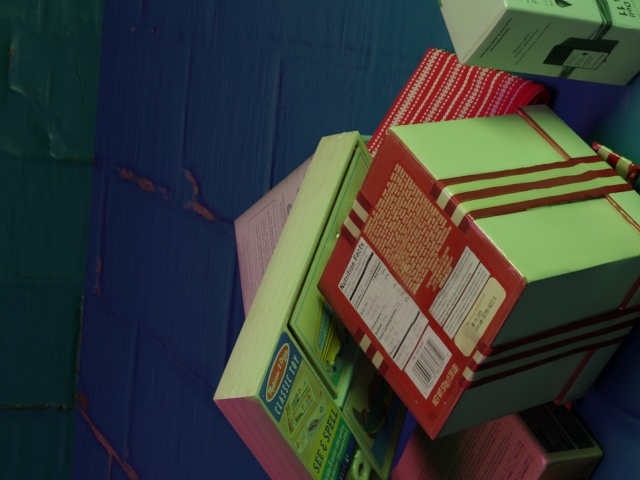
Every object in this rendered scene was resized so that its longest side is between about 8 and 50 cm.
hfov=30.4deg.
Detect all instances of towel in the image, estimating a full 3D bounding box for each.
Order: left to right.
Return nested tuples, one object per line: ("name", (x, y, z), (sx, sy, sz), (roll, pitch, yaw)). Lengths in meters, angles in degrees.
("towel", (0.147, -0.129, 1.420), (0.199, 0.031, 0.275), (-57, 30, 3))

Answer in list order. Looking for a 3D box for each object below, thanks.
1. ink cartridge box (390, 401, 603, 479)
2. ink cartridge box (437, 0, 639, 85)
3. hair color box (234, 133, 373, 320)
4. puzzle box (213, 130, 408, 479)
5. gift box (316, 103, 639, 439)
("ink cartridge box", (0.191, 0.256, 1.332), (0.193, 0.088, 0.234), (57, 138, 43))
("ink cartridge box", (0.223, -0.244, 1.165), (0.087, 0.208, 0.153), (-51, 46, 47))
("hair color box", (0.000, 0.000, 1.711), (0.374, 0.114, 0.185), (-35, 59, 59))
("puzzle box", (0.026, 0.104, 1.315), (0.052, 0.272, 0.409), (-10, 39, 29))
("gift box", (0.190, 0.044, 1.173), (0.276, 0.258, 0.255), (55, 137, 28))
